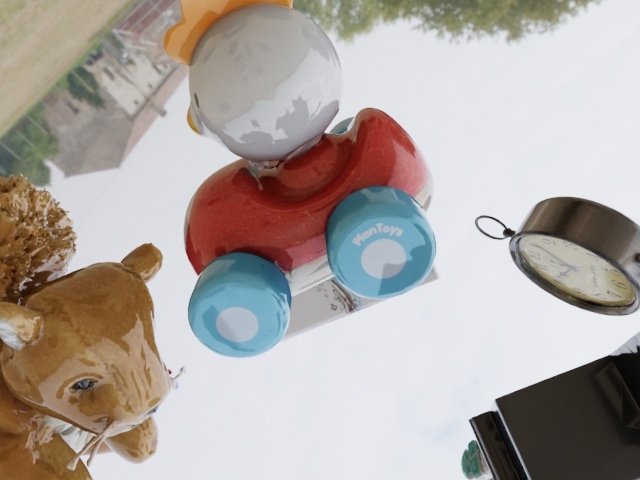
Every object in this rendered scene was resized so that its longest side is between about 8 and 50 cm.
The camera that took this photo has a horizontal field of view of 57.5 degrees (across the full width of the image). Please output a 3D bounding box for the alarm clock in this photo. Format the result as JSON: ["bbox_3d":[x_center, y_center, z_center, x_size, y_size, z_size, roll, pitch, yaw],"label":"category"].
[{"bbox_3d":[0.239,0.007,0.572,0.192,0.129,0.064,20,-112,37],"label":"alarm clock"}]

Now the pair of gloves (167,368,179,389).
[{"bbox_3d":[-0.340,0.246,0.989,0.159,0.198,0.023,121,-35,-58],"label":"pair of gloves"}]

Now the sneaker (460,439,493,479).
[{"bbox_3d":[0.244,0.232,0.658,0.166,0.076,0.065,-38,-161,19],"label":"sneaker"}]

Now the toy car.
[{"bbox_3d":[-0.047,-0.082,0.448,0.210,0.238,0.219,-25,-156,12],"label":"toy car"}]

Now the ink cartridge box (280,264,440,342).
[{"bbox_3d":[0.000,0.000,0.809,0.270,0.197,0.198,-22,-178,8],"label":"ink cartridge box"}]

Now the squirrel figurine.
[{"bbox_3d":[-0.336,0.113,0.648,0.281,0.397,0.370,-24,165,-49],"label":"squirrel figurine"}]

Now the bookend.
[{"bbox_3d":[0.163,0.089,0.290,0.156,0.157,0.072,-22,-115,3],"label":"bookend"}]
